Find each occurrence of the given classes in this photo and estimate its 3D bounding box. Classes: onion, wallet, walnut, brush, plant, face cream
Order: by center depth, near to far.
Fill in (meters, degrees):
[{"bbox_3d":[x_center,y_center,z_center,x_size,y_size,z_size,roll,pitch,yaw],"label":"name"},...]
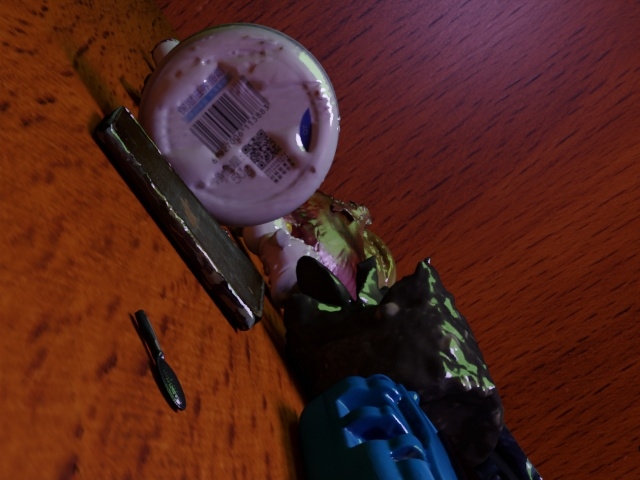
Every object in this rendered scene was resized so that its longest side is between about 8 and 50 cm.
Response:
[{"bbox_3d":[-0.099,0.073,0.720,0.024,0.008,0.083,47,9,-50],"label":"brush"},{"bbox_3d":[-0.130,-0.021,1.093,0.232,0.031,0.122,53,8,-14],"label":"wallet"},{"bbox_3d":[-0.082,-0.118,1.192,0.206,0.206,0.111,55,4,-11],"label":"face cream"},{"bbox_3d":[0.076,0.125,1.261,0.199,0.188,0.276,55,3,-38],"label":"plant"},{"bbox_3d":[0.000,0.000,1.703,0.230,0.163,0.230,58,9,-15],"label":"onion"},{"bbox_3d":[-0.212,-0.226,1.852,0.244,0.058,0.092,65,2,40],"label":"face cream"},{"bbox_3d":[0.056,0.057,2.065,0.184,0.155,0.155,56,3,30],"label":"walnut"}]

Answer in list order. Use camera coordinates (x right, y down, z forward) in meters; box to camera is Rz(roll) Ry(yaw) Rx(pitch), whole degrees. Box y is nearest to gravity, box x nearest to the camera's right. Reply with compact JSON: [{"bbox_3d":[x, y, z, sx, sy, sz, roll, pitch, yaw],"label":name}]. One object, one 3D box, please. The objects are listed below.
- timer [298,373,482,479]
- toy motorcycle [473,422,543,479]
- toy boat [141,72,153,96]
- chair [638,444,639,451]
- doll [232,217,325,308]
[{"bbox_3d":[0.106,0.266,0.964,0.309,0.115,0.340,52,4,-13],"label":"timer"},{"bbox_3d":[0.207,0.326,1.328,0.232,0.172,0.416,44,2,-45],"label":"toy motorcycle"},{"bbox_3d":[-0.140,-0.150,1.547,0.141,0.092,0.319,26,-4,29],"label":"toy boat"},{"bbox_3d":[0.585,0.678,2.126,0.365,0.362,0.410,56,8,-13],"label":"chair"},{"bbox_3d":[-0.050,0.018,1.478,0.207,0.081,0.129,55,-17,38],"label":"doll"}]
